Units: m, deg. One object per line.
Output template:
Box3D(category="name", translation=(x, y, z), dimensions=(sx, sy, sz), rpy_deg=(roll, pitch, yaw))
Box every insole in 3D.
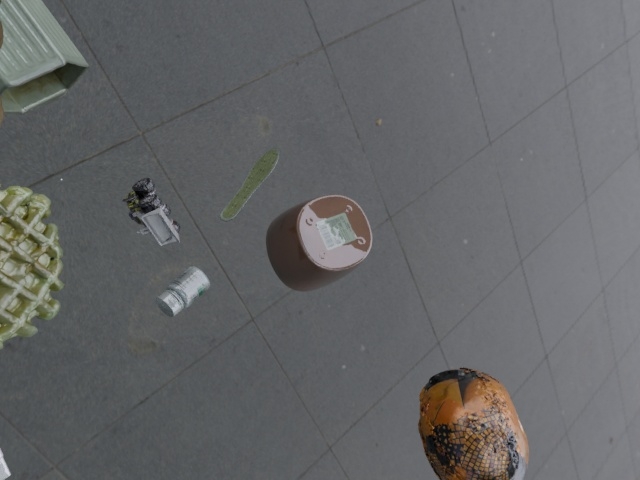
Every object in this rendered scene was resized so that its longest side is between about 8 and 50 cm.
Box3D(category="insole", translation=(-0.229, -0.191, 1.366), dimensions=(0.322, 0.109, 0.007), rpy_deg=(-57, 136, -21))

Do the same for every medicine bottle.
Box3D(category="medicine bottle", translation=(-0.367, 0.137, 1.102), dimensions=(0.130, 0.080, 0.080), rpy_deg=(-48, 120, -39))

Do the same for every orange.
Box3D(category="orange", translation=(0.285, 0.361, 0.778), dimensions=(0.182, 0.234, 0.235), rpy_deg=(-20, 112, 10))

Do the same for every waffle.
Box3D(category="waffle", translation=(-0.550, 0.045, 0.653), dimensions=(0.309, 0.056, 0.292), rpy_deg=(-10, 100, -70))

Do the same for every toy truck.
Box3D(category="toy truck", translation=(-0.492, -0.076, 1.193), dimensions=(0.111, 0.286, 0.136), rpy_deg=(-32, 129, -13))

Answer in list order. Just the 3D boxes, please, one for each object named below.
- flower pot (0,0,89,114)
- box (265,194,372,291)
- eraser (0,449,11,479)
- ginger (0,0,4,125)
Box3D(category="flower pot", translation=(-0.667, -0.408, 0.895), dimensions=(0.190, 0.239, 0.209), rpy_deg=(59, 36, -18))
Box3D(category="box", translation=(0.000, 0.000, 1.257), dimensions=(0.300, 0.216, 0.301), rpy_deg=(6, 74, -21))
Box3D(category="eraser", translation=(-1.052, 0.614, 1.229), dimensions=(0.130, 0.086, 0.288), rpy_deg=(-27, 101, -49))
Box3D(category="ginger", translation=(-0.235, -0.174, 0.235), dimensions=(0.074, 0.137, 0.214), rpy_deg=(-12, 89, -20))
